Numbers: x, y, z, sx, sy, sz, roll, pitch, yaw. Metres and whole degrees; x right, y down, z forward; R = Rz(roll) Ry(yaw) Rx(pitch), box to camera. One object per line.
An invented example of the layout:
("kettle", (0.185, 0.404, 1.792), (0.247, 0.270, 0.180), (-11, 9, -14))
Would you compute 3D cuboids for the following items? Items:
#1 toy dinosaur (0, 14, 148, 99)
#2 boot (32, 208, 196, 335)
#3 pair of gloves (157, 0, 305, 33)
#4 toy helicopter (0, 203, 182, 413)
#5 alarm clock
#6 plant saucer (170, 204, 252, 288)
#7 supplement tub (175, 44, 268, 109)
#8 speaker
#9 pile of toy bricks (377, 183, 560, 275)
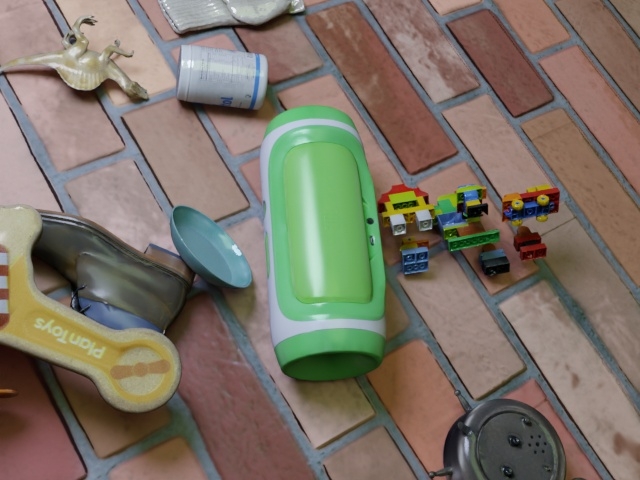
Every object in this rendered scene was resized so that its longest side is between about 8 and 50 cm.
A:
("toy dinosaur", (-0.294, -0.221, 1.016), (0.183, 0.053, 0.092), (10, 64, -11))
("boot", (-0.247, 0.042, 0.883), (0.219, 0.082, 0.106), (18, 58, -9))
("pair of gloves", (-0.136, -0.391, 1.152), (0.204, 0.042, 0.240), (-12, 69, -21))
("toy helicopter", (-0.303, 0.081, 0.785), (0.355, 0.140, 0.235), (26, 67, -9))
("alarm clock", (0.223, 0.249, 0.931), (0.192, 0.064, 0.129), (27, 60, -6))
("plant saucer", (-0.126, 0.012, 0.934), (0.021, 0.119, 0.119), (-42, 78, 15))
("supplement tub", (-0.122, -0.202, 1.046), (0.107, 0.071, 0.071), (4, 64, -13))
("speaker", (0.000, 0.000, 0.951), (0.131, 0.131, 0.296), (2, 64, -15))
("pile of toy bricks", (0.177, -0.030, 1.043), (0.212, 0.118, 0.105), (-9, 38, -3))
